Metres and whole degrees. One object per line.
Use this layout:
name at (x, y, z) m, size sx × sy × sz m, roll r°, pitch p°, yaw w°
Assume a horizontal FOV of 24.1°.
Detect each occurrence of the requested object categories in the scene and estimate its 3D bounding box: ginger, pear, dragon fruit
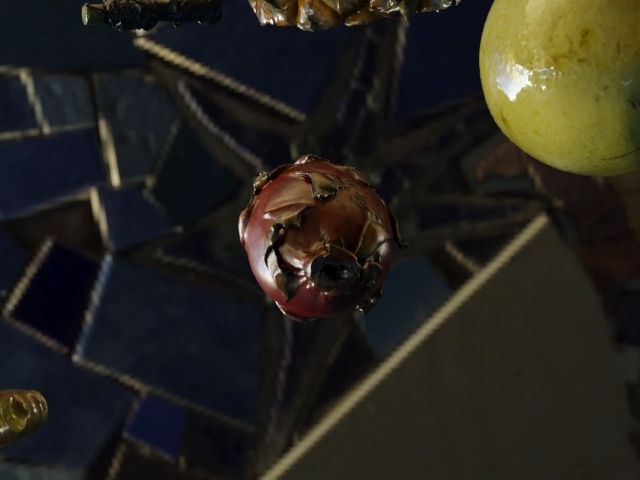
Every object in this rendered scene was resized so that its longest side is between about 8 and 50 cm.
ginger at (-0.483, 0.274, 2.144) m, size 0.131 × 0.086 × 0.294 m, roll -10°, pitch -173°, yaw 12°
pear at (0.382, -0.248, 2.025) m, size 0.348 × 0.348 × 0.348 m, roll -9°, pitch 179°, yaw 0°
dragon fruit at (0.001, 0.002, 2.228) m, size 0.250 × 0.250 × 0.315 m, roll -8°, pitch -149°, yaw -26°

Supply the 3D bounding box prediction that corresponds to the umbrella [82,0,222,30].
umbrella at (-0.169, -0.230, 1.507) m, size 0.144 × 0.037 × 0.040 m, roll -7°, pitch 146°, yaw -25°

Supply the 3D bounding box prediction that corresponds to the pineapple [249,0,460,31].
pineapple at (0.042, -0.369, 1.513) m, size 0.344 × 0.286 × 0.209 m, roll -17°, pitch -154°, yaw 4°
